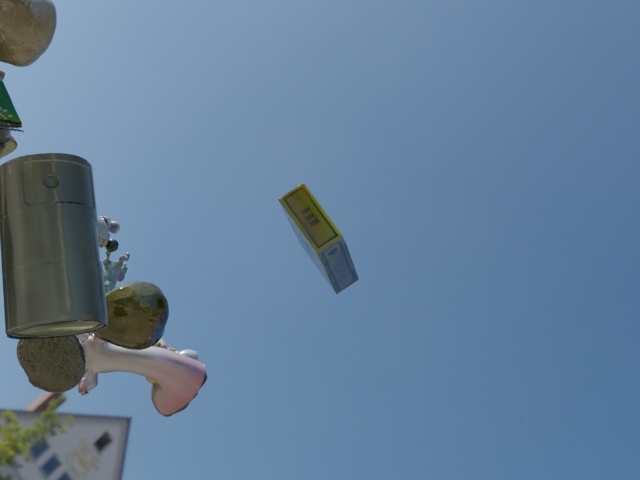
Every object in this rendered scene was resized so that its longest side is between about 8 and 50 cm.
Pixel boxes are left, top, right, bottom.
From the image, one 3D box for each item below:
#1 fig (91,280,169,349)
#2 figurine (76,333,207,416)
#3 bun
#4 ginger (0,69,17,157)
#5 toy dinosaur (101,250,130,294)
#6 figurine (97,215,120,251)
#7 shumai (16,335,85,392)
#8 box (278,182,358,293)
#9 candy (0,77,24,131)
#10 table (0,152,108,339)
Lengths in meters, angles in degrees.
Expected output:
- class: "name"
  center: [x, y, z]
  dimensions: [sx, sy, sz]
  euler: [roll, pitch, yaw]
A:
- class: "fig"
  center: [-0.362, 0.154, 1.474]
  dimensions: [0.126, 0.185, 0.133]
  euler: [58, -36, -3]
- class: "figurine"
  center: [-0.440, 0.249, 1.715]
  dimensions: [0.316, 0.206, 0.284]
  euler: [33, -8, -28]
- class: "bun"
  center: [-0.617, -0.435, 1.619]
  dimensions: [0.173, 0.113, 0.166]
  euler: [-1, -105, 33]
- class: "ginger"
  center: [-0.780, -0.302, 1.871]
  dimensions: [0.086, 0.131, 0.294]
  euler: [-41, -121, 60]
- class: "toy dinosaur"
  center: [-0.537, 0.115, 2.003]
  dimensions: [0.053, 0.242, 0.167]
  euler: [12, -37, 5]
- class: "figurine"
  center: [-0.543, -0.017, 1.934]
  dimensions: [0.147, 0.197, 0.093]
  euler: [24, -89, 5]
- class: "shumai"
  center: [-0.447, 0.198, 1.368]
  dimensions: [0.123, 0.099, 0.087]
  euler: [61, -14, 5]
- class: "box"
  center: [0.000, 0.000, 1.556]
  dimensions: [0.141, 0.064, 0.220]
  euler: [55, -3, 26]
- class: "candy"
  center: [-0.684, -0.309, 1.627]
  dimensions: [0.141, 0.078, 0.203]
  euler: [13, -46, 20]
- class: "table"
  center: [-0.351, 0.011, 1.057]
  dimensions: [0.126, 0.126, 0.219]
  euler: [-22, -108, 41]
